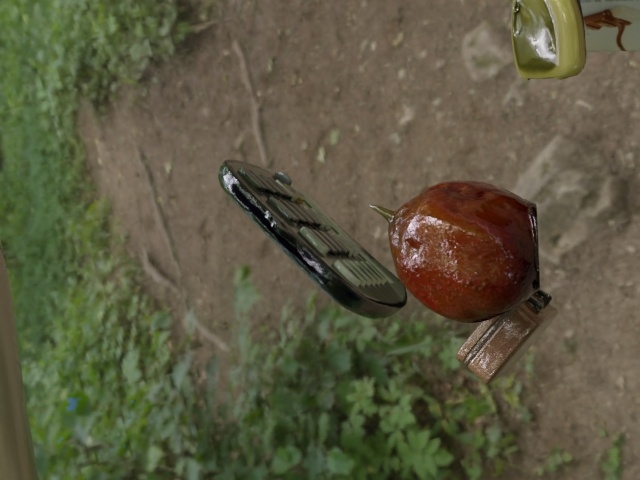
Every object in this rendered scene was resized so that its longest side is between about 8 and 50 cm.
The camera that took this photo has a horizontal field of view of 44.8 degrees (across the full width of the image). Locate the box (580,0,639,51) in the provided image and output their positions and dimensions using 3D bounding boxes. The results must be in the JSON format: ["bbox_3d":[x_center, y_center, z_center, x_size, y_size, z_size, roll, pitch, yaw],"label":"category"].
[{"bbox_3d":[0.415,-0.343,1.012,0.265,0.273,0.048,51,-130,-56],"label":"box"}]

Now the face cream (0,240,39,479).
[{"bbox_3d":[-0.227,0.098,0.483,0.173,0.081,0.348,-50,52,53],"label":"face cream"}]

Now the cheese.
[{"bbox_3d":[0.198,-0.226,0.692,0.086,0.036,0.162,-146,45,-69],"label":"cheese"}]

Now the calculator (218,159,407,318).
[{"bbox_3d":[0.000,0.000,0.663,0.177,0.040,0.268,44,-176,13],"label":"calculator"}]

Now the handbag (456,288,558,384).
[{"bbox_3d":[0.294,0.140,1.203,0.072,0.151,0.193,42,-159,21],"label":"handbag"}]

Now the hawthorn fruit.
[{"bbox_3d":[0.180,0.001,1.028,0.189,0.251,0.189,24,-90,-85],"label":"hawthorn fruit"}]
